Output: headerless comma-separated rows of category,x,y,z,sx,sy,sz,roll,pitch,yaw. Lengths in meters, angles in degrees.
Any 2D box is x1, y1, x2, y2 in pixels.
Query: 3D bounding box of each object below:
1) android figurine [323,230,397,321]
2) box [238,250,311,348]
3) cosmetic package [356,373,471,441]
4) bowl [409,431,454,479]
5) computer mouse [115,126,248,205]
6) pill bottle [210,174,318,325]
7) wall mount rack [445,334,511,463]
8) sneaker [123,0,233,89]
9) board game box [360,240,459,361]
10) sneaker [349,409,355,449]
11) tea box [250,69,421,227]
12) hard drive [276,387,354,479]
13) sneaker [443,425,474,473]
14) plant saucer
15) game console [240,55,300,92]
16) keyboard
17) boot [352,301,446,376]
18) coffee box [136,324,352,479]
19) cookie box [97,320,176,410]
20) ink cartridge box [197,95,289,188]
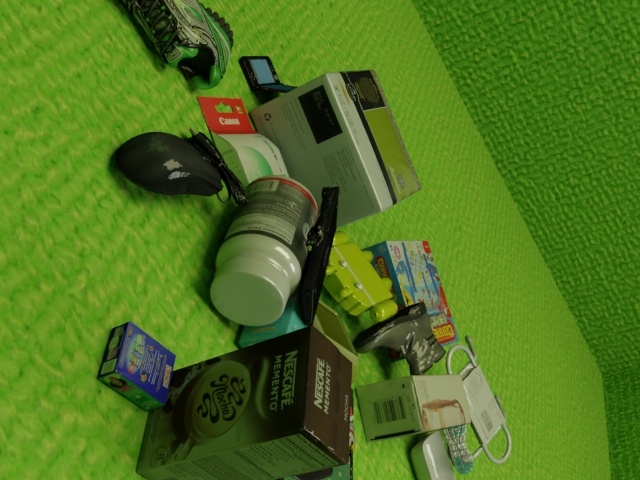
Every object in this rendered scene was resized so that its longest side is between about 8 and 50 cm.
android figurine,0.082,0.086,1.856,0.248,0.056,0.273,56,23,13
box,-0.075,0.124,1.521,0.244,0.100,0.060,-75,148,-50
cosmetic package,0.225,0.390,1.846,0.296,0.153,0.129,13,62,-57
bowl,0.269,0.550,1.919,0.142,0.053,0.142,-7,76,-63
computer mouse,-0.243,-0.145,1.392,0.188,0.072,0.272,50,26,19
pill bottle,-0.105,0.017,1.484,0.161,0.161,0.283,53,31,-28
wall mount rack,0.414,0.419,2.137,0.304,0.130,0.350,-34,103,-41
sneaker,-0.283,-0.427,1.503,0.343,0.134,0.146,40,39,-45
board game box,0.245,0.155,2.120,0.308,0.086,0.302,-1,72,-62
sneaker,0.008,0.357,1.392,0.225,0.088,0.092,0,73,-62
tea box,0.048,-0.212,1.870,0.323,0.220,0.329,-27,95,-62
hard drive,-0.023,0.389,1.478,0.237,0.064,0.339,44,35,-40
sneaker,0.338,0.504,1.988,0.076,0.065,0.166,115,-31,-76
plant saucer,0.006,0.183,1.629,0.188,0.045,0.188,39,18,-45
game console,-0.106,-0.394,1.863,0.144,0.085,0.124,-28,96,-64
keyboard,0.000,0.000,1.533,0.317,0.033,0.201,-76,172,-50
boot,0.199,0.258,1.874,0.246,0.083,0.161,-23,90,-37
coffee box,-0.108,0.257,1.152,0.119,0.297,0.168,46,34,-38
cookie box,-0.273,0.190,1.179,0.107,0.040,0.092,47,34,-36
ink cartridge box,-0.157,-0.209,1.673,0.181,0.056,0.224,-17,88,-64
